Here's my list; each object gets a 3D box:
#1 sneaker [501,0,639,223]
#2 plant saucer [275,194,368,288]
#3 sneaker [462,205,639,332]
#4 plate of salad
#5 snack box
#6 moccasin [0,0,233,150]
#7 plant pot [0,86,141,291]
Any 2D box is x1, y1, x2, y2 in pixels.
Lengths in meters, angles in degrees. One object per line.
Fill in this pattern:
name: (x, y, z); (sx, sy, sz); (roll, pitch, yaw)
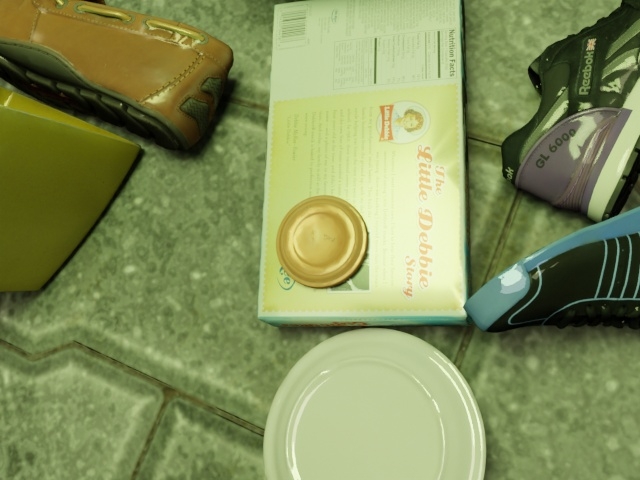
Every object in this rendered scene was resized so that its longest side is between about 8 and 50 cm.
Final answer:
sneaker: (0.251, -0.163, 0.591); (0.124, 0.107, 0.283); (26, 84, 26)
plant saucer: (0.000, 0.000, 0.598); (0.083, 0.013, 0.083); (-4, 76, 15)
sneaker: (0.232, 0.035, 0.537); (0.232, 0.081, 0.090); (-23, 70, -5)
plate of salad: (0.043, 0.175, 0.586); (0.200, 0.048, 0.200); (-9, 67, 22)
snack box: (0.044, -0.081, 0.646); (0.187, 0.060, 0.322); (-2, 75, 16)
moccasin: (-0.269, -0.227, 0.734); (0.380, 0.139, 0.147); (22, 76, 22)
plant pot: (-0.351, -0.060, 0.685); (0.212, 0.212, 0.187); (24, 96, 20)
